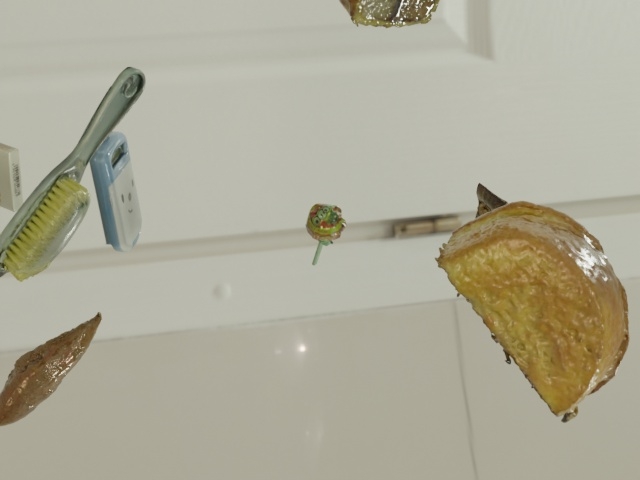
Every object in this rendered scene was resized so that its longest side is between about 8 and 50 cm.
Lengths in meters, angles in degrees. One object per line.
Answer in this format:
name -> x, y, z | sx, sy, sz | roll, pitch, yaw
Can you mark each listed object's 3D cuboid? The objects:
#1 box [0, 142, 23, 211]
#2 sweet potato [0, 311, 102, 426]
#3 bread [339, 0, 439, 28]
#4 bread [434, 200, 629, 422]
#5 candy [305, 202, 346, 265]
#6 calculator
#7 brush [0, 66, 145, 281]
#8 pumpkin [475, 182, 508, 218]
box -> -0.630, -0.138, 1.677 | 0.032, 0.220, 0.122 | -45, 148, -51
sweet potato -> -0.373, 0.172, 1.267 | 0.068, 0.206, 0.060 | 46, -14, 6
bread -> 0.110, -0.415, 1.357 | 0.096, 0.181, 0.222 | 59, -34, 33
bread -> 0.236, 0.060, 0.973 | 0.139, 0.143, 0.229 | -40, -95, 31
candy -> 0.000, 0.000, 1.460 | 0.201, 0.060, 0.060 | 104, -22, -67
calculator -> -0.336, -0.083, 1.541 | 0.121, 0.039, 0.210 | -82, 167, -65
brush -> -0.278, -0.065, 1.074 | 0.297, 0.060, 0.068 | -55, 162, 1
pumpkin -> 0.322, -0.058, 1.735 | 0.073, 0.035, 0.101 | 48, -25, 34
